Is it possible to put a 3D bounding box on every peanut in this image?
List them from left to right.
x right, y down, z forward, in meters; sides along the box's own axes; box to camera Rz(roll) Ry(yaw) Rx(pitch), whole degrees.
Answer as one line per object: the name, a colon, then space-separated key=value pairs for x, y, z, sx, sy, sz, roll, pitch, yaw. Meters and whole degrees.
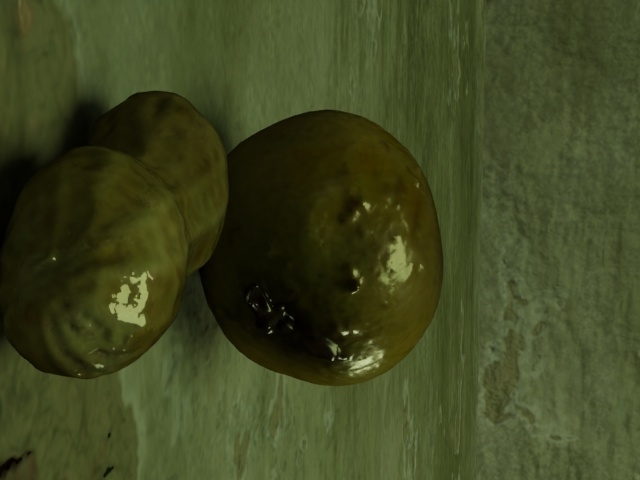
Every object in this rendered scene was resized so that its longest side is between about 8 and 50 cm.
peanut: x=-0.091 y=-0.010 z=0.648 sx=0.193 sy=0.089 sz=0.089 roll=-71 pitch=160 yaw=-63

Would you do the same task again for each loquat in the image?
loquat: x=0.000 y=0.000 z=0.887 sx=0.204 sy=0.149 sz=0.172 roll=-87 pitch=169 yaw=-58
